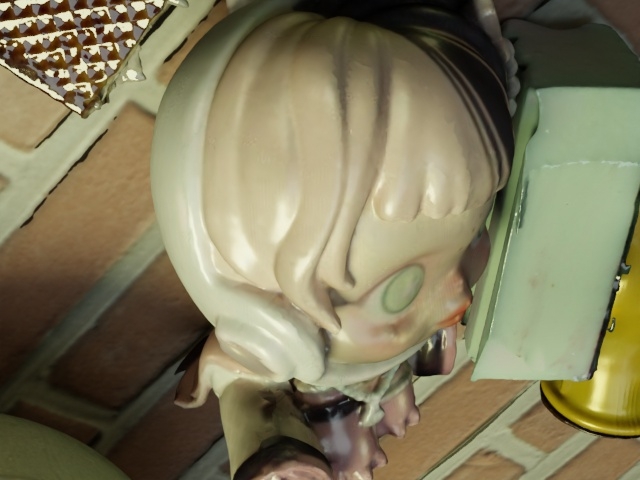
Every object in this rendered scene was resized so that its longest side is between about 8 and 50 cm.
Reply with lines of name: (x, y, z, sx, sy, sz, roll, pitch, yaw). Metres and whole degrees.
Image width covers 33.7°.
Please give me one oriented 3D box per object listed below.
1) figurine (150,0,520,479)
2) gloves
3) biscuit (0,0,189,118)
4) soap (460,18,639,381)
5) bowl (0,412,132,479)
figurine: (-0.003, 0.006, 0.676, 0.211, 0.253, 0.361, 19, 132, 11)
gloves: (0.261, 0.011, 0.865, 0.133, 0.116, 0.294, -21, 127, -37)
biscuit: (-0.182, -0.171, 0.544, 0.252, 0.070, 0.106, 33, 113, -17)
soap: (0.159, -0.021, 0.746, 0.091, 0.145, 0.230, 2, 125, -4)
bowl: (-0.293, 0.257, 0.811, 0.435, 0.196, 0.434, -8, 130, -10)
